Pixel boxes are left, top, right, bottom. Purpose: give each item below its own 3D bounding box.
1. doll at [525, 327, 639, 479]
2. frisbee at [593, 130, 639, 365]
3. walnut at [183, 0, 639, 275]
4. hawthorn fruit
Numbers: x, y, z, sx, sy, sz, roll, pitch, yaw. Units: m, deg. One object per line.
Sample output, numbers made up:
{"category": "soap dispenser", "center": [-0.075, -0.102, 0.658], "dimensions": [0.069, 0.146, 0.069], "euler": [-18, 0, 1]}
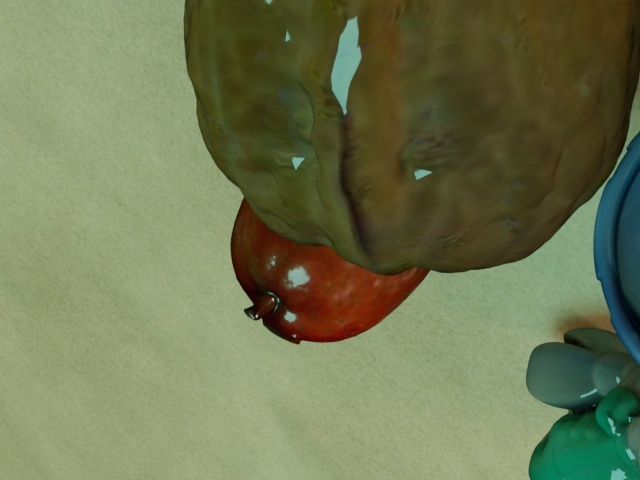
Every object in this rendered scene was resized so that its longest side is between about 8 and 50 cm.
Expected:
{"category": "doll", "center": [0.276, 0.175, 1.077], "dimensions": [0.258, 0.153, 0.195], "euler": [10, 134, 60]}
{"category": "frisbee", "center": [0.301, 0.006, 0.840], "dimensions": [0.242, 0.242, 0.045], "euler": [28, 174, 21]}
{"category": "walnut", "center": [0.061, -0.146, 0.849], "dimensions": [0.306, 0.306, 0.344], "euler": [27, 145, 23]}
{"category": "hawthorn fruit", "center": [0.000, 0.000, 1.130], "dimensions": [0.185, 0.202, 0.185], "euler": [32, 152, 20]}
